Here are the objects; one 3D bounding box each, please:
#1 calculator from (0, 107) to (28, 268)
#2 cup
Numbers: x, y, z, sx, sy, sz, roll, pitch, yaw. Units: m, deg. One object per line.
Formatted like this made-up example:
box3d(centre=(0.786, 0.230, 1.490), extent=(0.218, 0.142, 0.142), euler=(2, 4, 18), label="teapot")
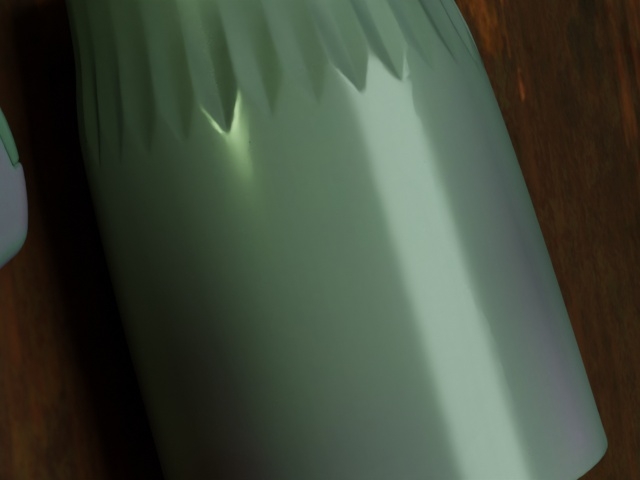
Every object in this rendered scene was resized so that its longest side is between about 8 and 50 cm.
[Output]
box3d(centre=(-0.230, -0.011, 0.907), extent=(0.246, 0.045, 0.141), euler=(-46, 119, -53), label="calculator")
box3d(centre=(0.000, 0.000, 1.078), extent=(0.253, 0.253, 0.371), euler=(-25, 100, -58), label="cup")
